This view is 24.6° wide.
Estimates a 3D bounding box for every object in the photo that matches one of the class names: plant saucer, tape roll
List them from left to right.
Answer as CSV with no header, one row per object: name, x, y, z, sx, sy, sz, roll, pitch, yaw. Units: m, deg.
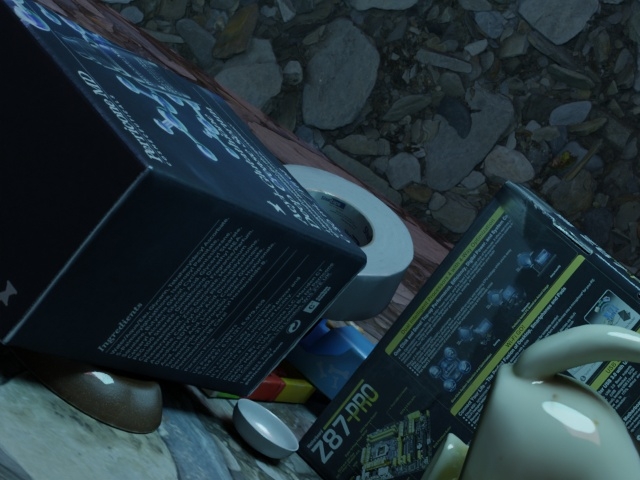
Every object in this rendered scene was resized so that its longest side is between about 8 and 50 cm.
plant saucer,-0.226,0.109,1.431,0.199,0.036,0.198,36,10,-8
tape roll,0.000,0.000,1.768,0.219,0.072,0.219,19,30,-11

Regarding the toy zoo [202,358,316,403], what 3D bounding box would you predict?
toy zoo,-0.116,0.121,1.774,0.192,0.030,0.293,43,11,24

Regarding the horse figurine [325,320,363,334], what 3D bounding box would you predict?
horse figurine,-0.008,0.102,2.150,0.174,0.066,0.263,43,11,-10

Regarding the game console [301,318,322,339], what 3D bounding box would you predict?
game console,-0.157,0.007,1.752,0.361,0.044,0.213,33,31,14

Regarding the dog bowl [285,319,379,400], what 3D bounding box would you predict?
dog bowl,-0.003,0.124,1.879,0.297,0.074,0.166,41,8,11

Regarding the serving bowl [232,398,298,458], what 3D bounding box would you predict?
serving bowl,-0.064,0.208,1.582,0.083,0.027,0.083,37,10,-7

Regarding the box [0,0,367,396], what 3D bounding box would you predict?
box,-0.192,-0.037,1.456,0.293,0.212,0.395,48,14,30

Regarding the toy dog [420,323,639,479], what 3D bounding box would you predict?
toy dog,0.291,0.312,1.395,0.408,0.395,0.284,30,1,2

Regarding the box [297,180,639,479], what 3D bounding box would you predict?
box,0.208,0.185,1.600,0.318,0.395,0.097,41,12,18
